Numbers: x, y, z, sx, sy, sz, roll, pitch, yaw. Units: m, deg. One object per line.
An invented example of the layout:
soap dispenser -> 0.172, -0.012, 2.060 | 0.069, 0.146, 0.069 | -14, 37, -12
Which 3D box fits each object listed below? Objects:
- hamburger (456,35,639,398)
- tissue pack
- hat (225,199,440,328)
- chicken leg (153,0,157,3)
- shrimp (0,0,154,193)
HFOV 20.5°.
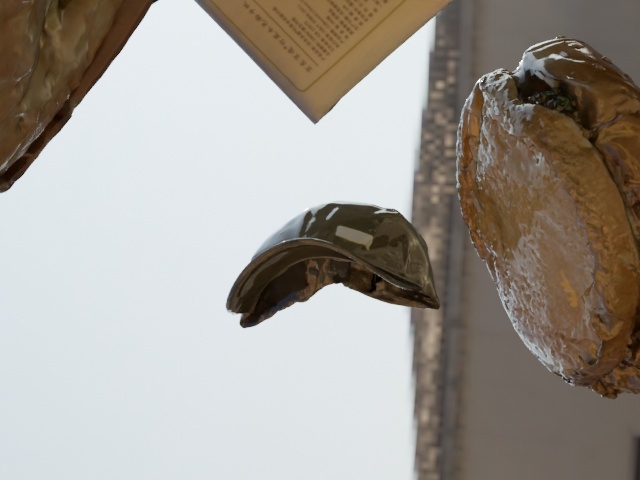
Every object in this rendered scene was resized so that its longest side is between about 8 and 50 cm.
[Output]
hamburger -> 0.200, -0.012, 1.276 | 0.243, 0.146, 0.286 | 93, 154, -72
tissue pack -> -0.023, -0.221, 1.168 | 0.234, 0.159, 0.125 | 44, -156, -9
hat -> 0.000, 0.000, 1.390 | 0.173, 0.166, 0.144 | 70, -165, -56
chicken leg -> -0.142, -0.237, 1.519 | 0.063, 0.234, 0.105 | -119, 6, -63
shrimp -> -0.043, -0.108, 0.444 | 0.236, 0.053, 0.133 | -63, -23, -4
